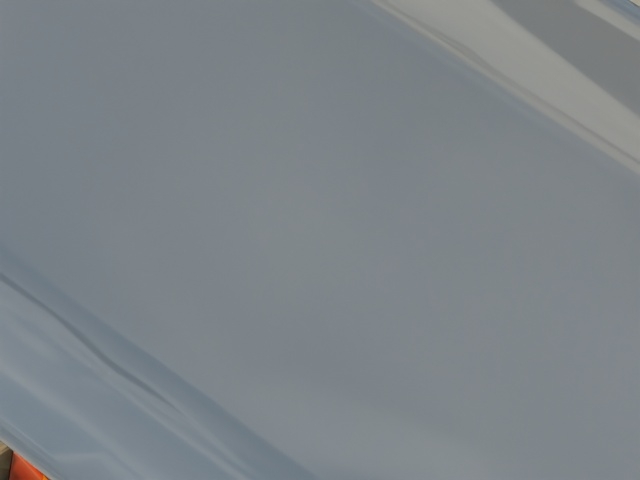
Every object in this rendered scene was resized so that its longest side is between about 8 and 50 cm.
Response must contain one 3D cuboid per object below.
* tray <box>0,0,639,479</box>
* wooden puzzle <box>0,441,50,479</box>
[{"bbox_3d":[0.000,0.000,0.370,0.270,0.030,0.145,35,102,16],"label":"tray"},{"bbox_3d":[-0.155,0.129,0.900,0.116,0.014,0.078,-40,122,12],"label":"wooden puzzle"}]
